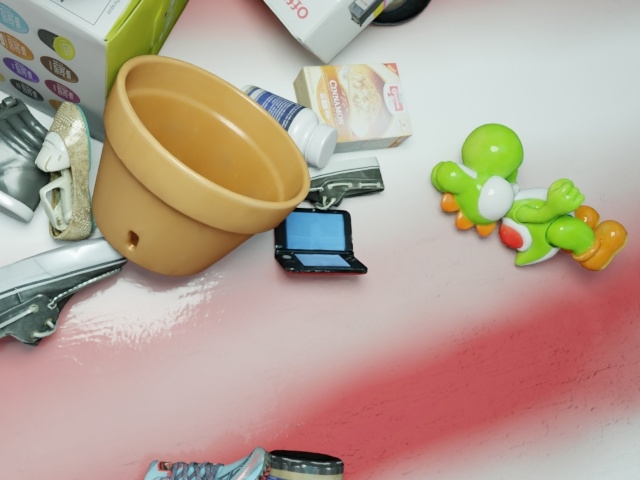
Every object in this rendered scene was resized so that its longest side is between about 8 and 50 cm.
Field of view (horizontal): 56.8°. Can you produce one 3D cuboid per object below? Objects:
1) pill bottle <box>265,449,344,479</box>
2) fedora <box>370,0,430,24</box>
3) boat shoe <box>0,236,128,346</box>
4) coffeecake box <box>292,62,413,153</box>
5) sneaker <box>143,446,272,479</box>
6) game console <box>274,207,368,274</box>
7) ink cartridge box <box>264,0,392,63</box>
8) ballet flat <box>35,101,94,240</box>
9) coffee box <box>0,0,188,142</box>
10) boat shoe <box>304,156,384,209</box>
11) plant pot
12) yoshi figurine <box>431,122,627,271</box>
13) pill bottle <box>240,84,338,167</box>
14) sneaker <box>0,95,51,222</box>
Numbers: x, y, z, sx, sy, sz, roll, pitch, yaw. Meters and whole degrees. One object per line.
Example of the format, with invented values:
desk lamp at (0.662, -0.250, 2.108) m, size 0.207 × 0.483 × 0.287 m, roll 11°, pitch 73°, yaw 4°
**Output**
pill bottle at (-0.035, 0.432, 0.876) m, size 0.122 × 0.123 × 0.219 m, roll 10°, pitch 76°, yaw -17°
fedora at (0.122, -0.589, 1.115) m, size 0.333 × 0.152 × 0.334 m, roll 4°, pitch 78°, yaw -18°
boat shoe at (-0.418, 0.091, 0.825) m, size 0.335 × 0.121 × 0.119 m, roll -22°, pitch 98°, yaw -14°
coffeecake box at (0.058, -0.238, 1.069) m, size 0.185 × 0.068 × 0.143 m, roll -9°, pitch 82°, yaw -21°
sneaker at (-0.193, 0.354, 0.826) m, size 0.261 × 0.104 × 0.125 m, roll -33°, pitch 75°, yaw -6°
game console at (0.000, 0.000, 0.996) m, size 0.143 × 0.124 × 0.085 m, roll 1°, pitch 106°, yaw -19°
ink cartridge box at (0.037, -0.486, 0.970) m, size 0.306 × 0.131 × 0.226 m, roll -41°, pitch 72°, yaw 16°
ballet flat at (-0.365, -0.090, 0.841) m, size 0.067 × 0.073 × 0.206 m, roll -26°, pitch 126°, yaw -50°
coffee box at (-0.362, -0.400, 0.808) m, size 0.334 × 0.337 × 0.338 m, roll 28°, pitch 71°, yaw -13°
boat shoe at (0.015, -0.092, 1.021) m, size 0.219 × 0.078 × 0.070 m, roll -15°, pitch 84°, yaw -23°
plant pot at (-0.190, -0.088, 0.839) m, size 0.290 × 0.203 × 0.291 m, roll 31°, pitch 31°, yaw -21°
yoshi figurine at (0.391, -0.097, 1.106) m, size 0.362 × 0.203 × 0.203 m, roll 24°, pitch 57°, yaw -11°
pill bottle at (-0.061, -0.183, 0.970) m, size 0.169 × 0.094 × 0.094 m, roll 26°, pitch 70°, yaw 15°
sneaker at (-0.510, -0.162, 0.840) m, size 0.295 × 0.104 × 0.147 m, roll 34°, pitch 69°, yaw -17°
